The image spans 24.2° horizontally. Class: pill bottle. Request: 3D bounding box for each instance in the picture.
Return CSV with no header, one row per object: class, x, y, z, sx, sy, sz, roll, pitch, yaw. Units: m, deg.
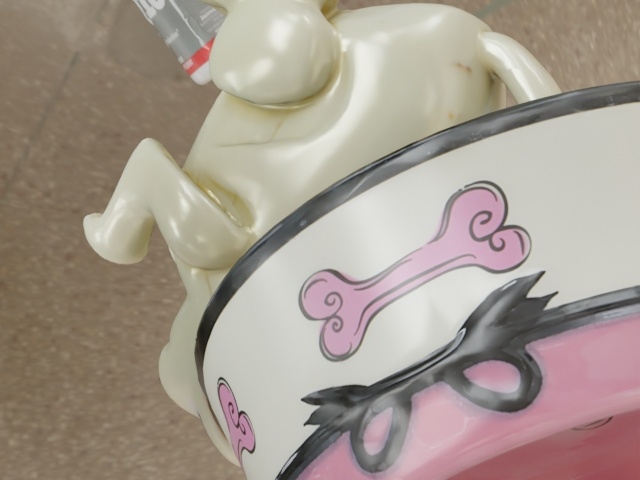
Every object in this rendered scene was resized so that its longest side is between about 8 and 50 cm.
pill bottle,-0.152,-0.324,1.604,0.161,0.161,0.283,-36,96,9

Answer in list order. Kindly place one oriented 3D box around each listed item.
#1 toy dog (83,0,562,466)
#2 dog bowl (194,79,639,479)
toy dog,0.000,0.000,1.287,0.395,0.284,0.408,13,86,17
dog bowl,0.143,0.093,0.832,0.408,0.408,0.150,-20,59,12
